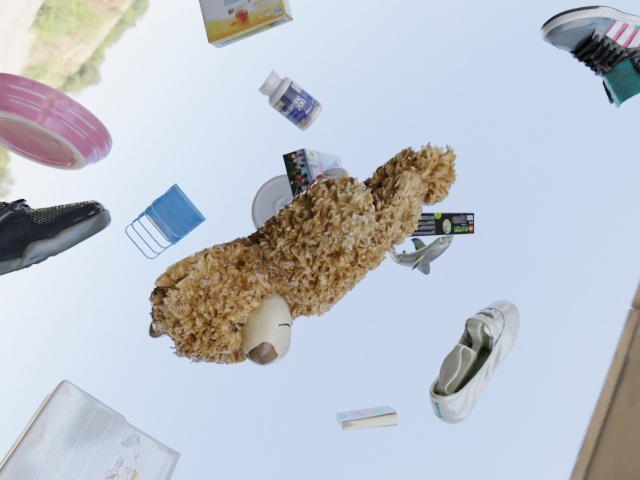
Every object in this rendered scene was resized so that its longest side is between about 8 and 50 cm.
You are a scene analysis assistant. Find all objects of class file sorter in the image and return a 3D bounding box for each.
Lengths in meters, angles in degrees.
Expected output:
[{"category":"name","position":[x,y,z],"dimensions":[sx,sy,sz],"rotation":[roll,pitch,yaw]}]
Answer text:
[{"category":"file sorter","position":[-0.400,-0.041,1.416],"dimensions":[0.170,0.118,0.104],"rotation":[-30,-167,43]}]

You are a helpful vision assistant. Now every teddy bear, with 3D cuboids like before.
[{"category":"teddy bear","position":[0.008,0.018,0.545],"dimensions":[0.338,0.113,0.245],"rotation":[-26,170,-46]}]

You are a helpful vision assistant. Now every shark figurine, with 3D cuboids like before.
[{"category":"shark figurine","position":[0.306,0.065,1.819],"dimensions":[0.278,0.116,0.166],"rotation":[-5,-137,51]}]

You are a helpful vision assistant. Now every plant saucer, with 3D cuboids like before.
[{"category":"plant saucer","position":[-0.679,-0.267,1.340],"dimensions":[0.332,0.332,0.084],"rotation":[-14,-126,50]}]

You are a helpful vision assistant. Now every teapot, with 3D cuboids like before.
[{"category":"teapot","position":[-0.087,-0.080,1.735],"dimensions":[0.256,0.187,0.253],"rotation":[-21,-107,3]}]

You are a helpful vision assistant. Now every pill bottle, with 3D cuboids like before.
[{"category":"pill bottle","position":[-0.060,-0.274,1.082],"dimensions":[0.067,0.120,0.067],"rotation":[-47,-160,23]}]

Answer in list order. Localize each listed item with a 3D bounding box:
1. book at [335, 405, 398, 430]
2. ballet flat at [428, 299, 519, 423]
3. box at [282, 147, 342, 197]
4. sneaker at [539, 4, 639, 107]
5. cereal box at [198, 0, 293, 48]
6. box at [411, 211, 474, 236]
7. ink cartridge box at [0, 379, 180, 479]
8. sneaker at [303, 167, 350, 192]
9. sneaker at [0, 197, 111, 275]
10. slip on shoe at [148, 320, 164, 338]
[{"category":"book","position":[0.118,0.460,1.445],"dimensions":[0.096,0.144,0.035],"rotation":[166,-81,-80]},{"category":"ballet flat","position":[0.405,0.287,1.457],"dimensions":[0.139,0.139,0.400],"rotation":[-2,-135,55]},{"category":"box","position":[0.007,-0.086,1.060],"dimensions":[0.044,0.233,0.159],"rotation":[-14,-90,18]},{"category":"sneaker","position":[0.603,-0.371,1.161],"dimensions":[0.124,0.295,0.178],"rotation":[131,-42,-67]},{"category":"cereal box","position":[-0.162,-0.519,1.079],"dimensions":[0.173,0.047,0.240],"rotation":[-14,-90,19]},{"category":"box","position":[0.134,-0.024,0.857],"dimensions":[0.114,0.207,0.036],"rotation":[0,-88,47]},{"category":"ink cartridge box","position":[-0.370,0.388,0.838],"dimensions":[0.060,0.239,0.275],"rotation":[-35,-157,34]},{"category":"sneaker","position":[0.001,-0.044,0.894],"dimensions":[0.061,0.065,0.158],"rotation":[35,-88,34]},{"category":"sneaker","position":[-0.325,-0.027,0.525],"dimensions":[0.227,0.130,0.087],"rotation":[-16,-168,-17]},{"category":"slip on shoe","position":[-0.296,0.147,1.059],"dimensions":[0.135,0.041,0.051],"rotation":[-31,-120,33]}]
